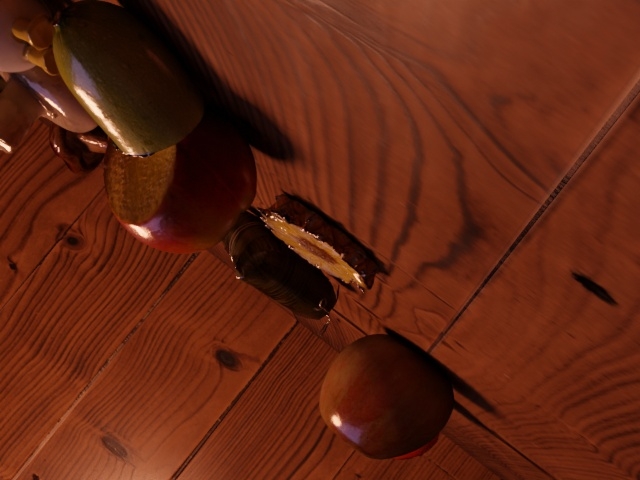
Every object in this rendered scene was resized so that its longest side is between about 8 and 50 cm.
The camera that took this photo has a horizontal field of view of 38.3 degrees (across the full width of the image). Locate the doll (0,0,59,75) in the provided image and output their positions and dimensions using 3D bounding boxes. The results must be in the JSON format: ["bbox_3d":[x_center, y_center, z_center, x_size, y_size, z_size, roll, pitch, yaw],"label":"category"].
[{"bbox_3d":[-0.449,-0.331,1.263,0.296,0.117,0.141,50,171,29],"label":"doll"}]

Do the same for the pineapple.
[{"bbox_3d":[0.000,0.000,1.327,0.221,0.047,0.221,34,170,6],"label":"pineapple"}]

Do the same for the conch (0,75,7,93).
[{"bbox_3d":[-0.661,-0.347,1.841,0.187,0.181,0.124,17,-177,-25],"label":"conch"}]

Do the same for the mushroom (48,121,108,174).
[{"bbox_3d":[-0.504,-0.213,2.152,0.218,0.148,0.227,20,172,15],"label":"mushroom"}]

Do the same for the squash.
[{"bbox_3d":[-0.218,-0.186,0.995,0.123,0.123,0.186,32,166,40],"label":"squash"}]

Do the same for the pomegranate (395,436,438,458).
[{"bbox_3d":[0.190,0.416,2.217,0.210,0.210,0.235,29,154,49],"label":"pomegranate"}]

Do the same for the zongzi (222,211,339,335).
[{"bbox_3d":[-0.082,0.032,1.733,0.248,0.111,0.241,37,-168,-38],"label":"zongzi"}]

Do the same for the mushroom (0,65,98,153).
[{"bbox_3d":[-0.421,-0.228,1.410,0.206,0.209,0.206,14,-177,-1],"label":"mushroom"}]

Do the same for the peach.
[{"bbox_3d":[-0.176,-0.084,1.121,0.192,0.190,0.190,34,173,-13],"label":"peach"}]

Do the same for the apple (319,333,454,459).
[{"bbox_3d":[0.130,0.322,1.862,0.257,0.234,0.257,38,169,9],"label":"apple"}]
